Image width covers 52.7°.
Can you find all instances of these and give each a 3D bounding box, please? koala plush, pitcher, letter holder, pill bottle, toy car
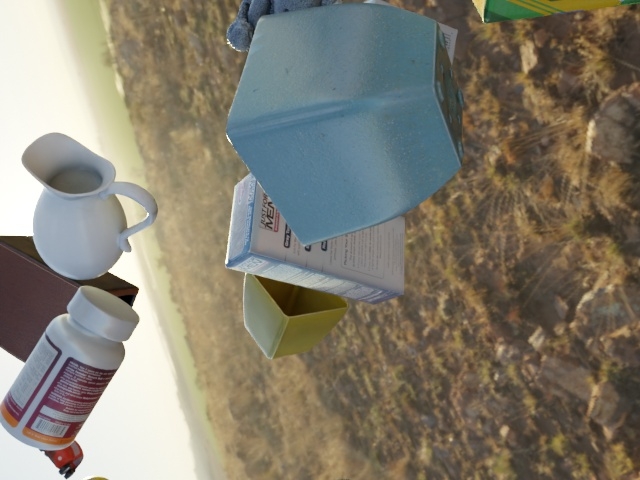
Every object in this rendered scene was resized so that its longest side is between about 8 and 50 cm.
[{"bbox_3d":[-0.075,-0.530,1.476,0.221,0.196,0.203,-18,55,56],"label":"koala plush"},{"bbox_3d":[-0.306,-0.026,0.879,0.178,0.125,0.207,25,140,4],"label":"pitcher"},{"bbox_3d":[-0.584,0.142,1.396,0.302,0.152,0.214,24,98,19],"label":"letter holder"},{"bbox_3d":[-0.368,0.187,0.958,0.121,0.221,0.121,33,-178,-1],"label":"pill bottle"},{"bbox_3d":[-0.463,0.393,1.183,0.225,0.053,0.239,23,143,41],"label":"toy car"}]

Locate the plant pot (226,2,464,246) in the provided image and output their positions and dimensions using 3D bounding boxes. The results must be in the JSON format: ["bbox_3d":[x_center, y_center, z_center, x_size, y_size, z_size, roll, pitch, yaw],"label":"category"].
[{"bbox_3d":[0.059,-0.171,0.886,0.247,0.252,0.247,57,-147,-45],"label":"plant pot"}]

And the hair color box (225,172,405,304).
[{"bbox_3d":[0.000,0.000,1.255,0.105,0.347,0.173,-28,52,51],"label":"hair color box"}]

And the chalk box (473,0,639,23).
[{"bbox_3d":[0.327,-0.406,0.796,0.180,0.289,0.179,82,180,-48],"label":"chalk box"}]

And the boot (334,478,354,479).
[{"bbox_3d":[-0.037,0.201,0.283,0.088,0.176,0.244,47,-172,25],"label":"boot"}]

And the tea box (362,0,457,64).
[{"bbox_3d":[0.094,-0.296,1.403,0.323,0.220,0.328,10,91,62],"label":"tea box"}]

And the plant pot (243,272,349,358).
[{"bbox_3d":[-0.089,0.195,1.732,0.212,0.212,0.187,47,126,37],"label":"plant pot"}]
